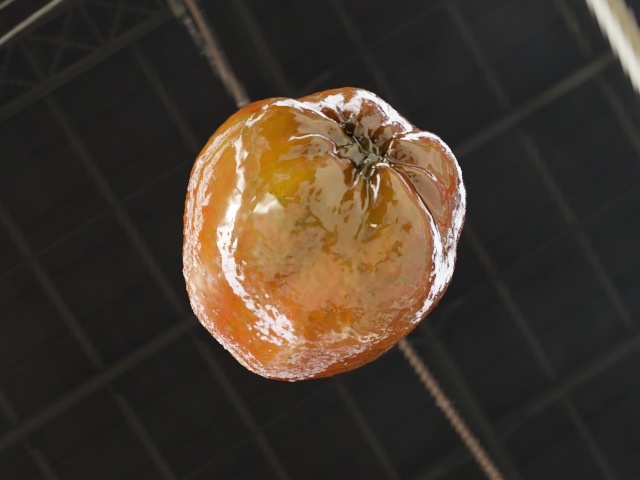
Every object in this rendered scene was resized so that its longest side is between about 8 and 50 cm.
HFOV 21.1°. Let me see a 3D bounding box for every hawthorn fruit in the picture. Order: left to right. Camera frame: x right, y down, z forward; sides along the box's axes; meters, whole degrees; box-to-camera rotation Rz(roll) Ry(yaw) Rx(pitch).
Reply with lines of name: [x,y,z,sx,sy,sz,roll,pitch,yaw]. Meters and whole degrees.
hawthorn fruit: [0.000,0.000,1.063,0.189,0.189,0.189,2,-95,-25]
